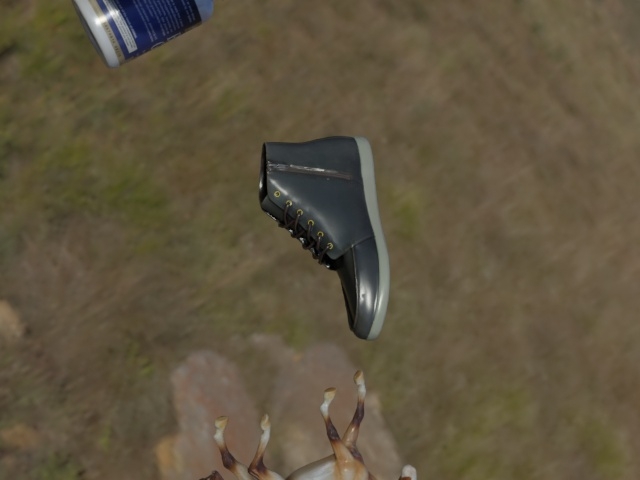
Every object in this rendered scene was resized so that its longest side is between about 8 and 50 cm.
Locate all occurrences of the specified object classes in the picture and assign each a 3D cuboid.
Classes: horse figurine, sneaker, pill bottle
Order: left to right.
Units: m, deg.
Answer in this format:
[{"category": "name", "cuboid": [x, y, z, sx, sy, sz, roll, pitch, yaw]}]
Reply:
[{"category": "pill bottle", "cuboid": [-0.174, -0.261, 1.684, 0.094, 0.169, 0.094, 60, -8, 14]}, {"category": "horse figurine", "cuboid": [-0.019, 0.255, 1.709, 0.066, 0.263, 0.174, 17, -59, 61]}, {"category": "sneaker", "cuboid": [0.000, 0.000, 1.608, 0.083, 0.118, 0.222, 119, -34, -64]}]
